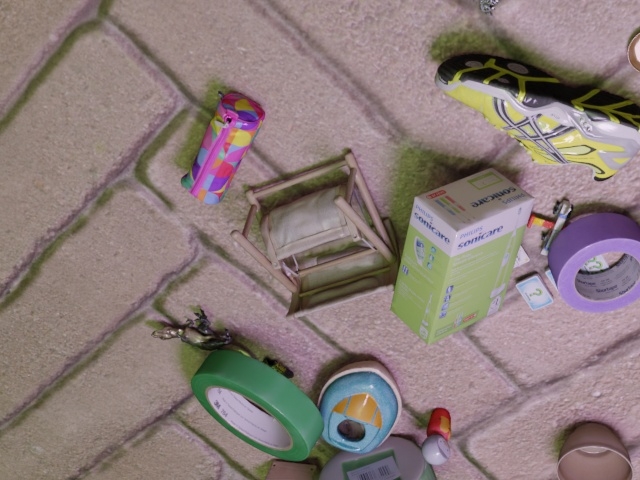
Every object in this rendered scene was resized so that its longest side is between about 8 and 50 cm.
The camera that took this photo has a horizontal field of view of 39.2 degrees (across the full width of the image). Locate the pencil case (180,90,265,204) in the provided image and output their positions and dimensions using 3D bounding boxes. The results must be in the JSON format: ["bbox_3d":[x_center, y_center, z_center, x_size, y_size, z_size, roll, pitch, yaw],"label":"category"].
[{"bbox_3d":[-0.195,-0.180,1.766,0.104,0.104,0.236,27,127,-4],"label":"pencil case"}]

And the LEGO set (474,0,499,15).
[{"bbox_3d":[0.281,-0.418,1.524,0.054,0.023,0.083,-25,114,28],"label":"LEGO set"}]

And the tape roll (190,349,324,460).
[{"bbox_3d":[-0.146,0.382,2.070,0.321,0.077,0.321,25,147,17],"label":"tape roll"}]

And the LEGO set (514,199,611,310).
[{"bbox_3d":[0.444,0.025,1.767,0.182,0.060,0.244,-27,113,24],"label":"LEGO set"}]

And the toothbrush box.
[{"bbox_3d":[0.265,0.031,1.703,0.122,0.206,0.283,43,141,35],"label":"toothbrush box"}]

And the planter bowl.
[{"bbox_3d":[0.608,0.477,1.997,0.162,0.109,0.162,7,126,10],"label":"planter bowl"}]

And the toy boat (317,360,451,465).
[{"bbox_3d":[0.147,0.410,2.047,0.318,0.148,0.268,16,126,4],"label":"toy boat"}]

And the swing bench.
[{"bbox_3d":[0.000,0.000,1.803,0.253,0.165,0.255,-18,123,24],"label":"swing bench"}]

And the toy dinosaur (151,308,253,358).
[{"bbox_3d":[-0.255,0.227,2.082,0.268,0.064,0.118,20,142,-1],"label":"toy dinosaur"}]

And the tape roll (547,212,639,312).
[{"bbox_3d":[0.536,0.044,1.711,0.188,0.080,0.189,-1,129,-2],"label":"tape roll"}]

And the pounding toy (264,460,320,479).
[{"bbox_3d":[-0.087,0.655,2.316,0.206,0.094,0.181,-1,129,26],"label":"pounding toy"}]

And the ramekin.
[{"bbox_3d":[0.136,0.593,2.090,0.303,0.303,0.148,-8,114,20],"label":"ramekin"}]

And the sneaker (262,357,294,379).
[{"bbox_3d":[-0.101,0.302,2.110,0.083,0.031,0.035,18,126,2],"label":"sneaker"}]

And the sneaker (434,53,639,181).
[{"bbox_3d":[0.375,-0.209,1.571,0.384,0.145,0.147,21,126,2],"label":"sneaker"}]

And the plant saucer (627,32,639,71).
[{"bbox_3d":[0.564,-0.323,1.522,0.083,0.015,0.083,7,124,10],"label":"plant saucer"}]
